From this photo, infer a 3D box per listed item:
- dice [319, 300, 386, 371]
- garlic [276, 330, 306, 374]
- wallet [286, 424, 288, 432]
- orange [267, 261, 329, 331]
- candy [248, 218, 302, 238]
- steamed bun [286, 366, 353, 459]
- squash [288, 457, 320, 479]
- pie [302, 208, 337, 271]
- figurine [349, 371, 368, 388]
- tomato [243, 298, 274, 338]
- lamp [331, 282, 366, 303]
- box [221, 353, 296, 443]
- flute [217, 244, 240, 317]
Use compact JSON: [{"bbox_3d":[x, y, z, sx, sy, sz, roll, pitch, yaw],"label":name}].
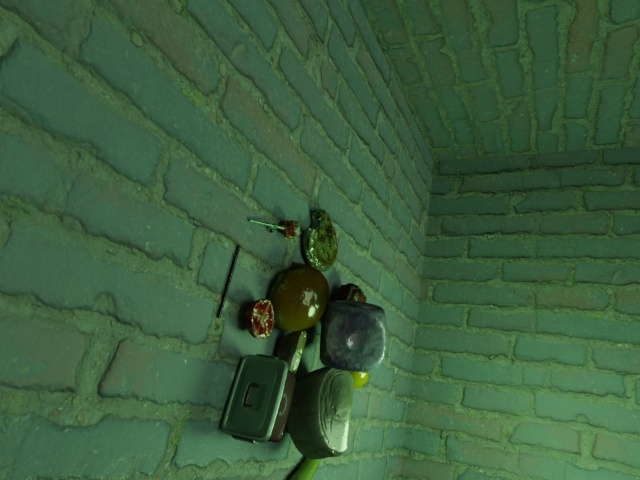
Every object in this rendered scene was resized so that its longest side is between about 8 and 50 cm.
[{"bbox_3d":[0.139,0.415,2.055,0.271,0.269,0.271,-160,-105,-87],"label":"dice"},{"bbox_3d":[-0.129,0.455,1.887,0.087,0.101,0.196,47,55,-48],"label":"garlic"},{"bbox_3d":[-0.113,0.767,2.003,0.129,0.026,0.089,3,81,-60],"label":"wallet"},{"bbox_3d":[-0.073,0.244,1.943,0.334,0.195,0.263,-13,116,-69],"label":"orange"},{"bbox_3d":[-0.178,-0.057,1.830,0.287,0.084,0.078,11,84,-55],"label":"candy"},{"bbox_3d":[-0.008,0.694,1.943,0.236,0.247,0.384,38,41,-25],"label":"steamed bun"},{"bbox_3d":[-0.067,1.022,2.044,0.250,0.083,0.083,-31,118,-61],"label":"squash"},{"bbox_3d":[0.003,0.006,2.170,0.302,0.066,0.303,5,84,-63],"label":"pie"},{"bbox_3d":[0.184,0.573,2.327,0.215,0.187,0.344,-106,-144,-84],"label":"figurine"},{"bbox_3d":[-0.236,0.291,1.716,0.155,0.069,0.156,12,77,-62],"label":"tomato"},{"bbox_3d":[0.127,0.348,2.314,0.177,0.176,0.274,64,36,-41],"label":"lamp"},{"bbox_3d":[-0.208,0.574,1.662,0.168,0.193,0.294,62,38,-56],"label":"box"},{"bbox_3d":[-0.318,0.140,1.617,0.014,0.014,0.270,44,52,-54],"label":"flute"}]
